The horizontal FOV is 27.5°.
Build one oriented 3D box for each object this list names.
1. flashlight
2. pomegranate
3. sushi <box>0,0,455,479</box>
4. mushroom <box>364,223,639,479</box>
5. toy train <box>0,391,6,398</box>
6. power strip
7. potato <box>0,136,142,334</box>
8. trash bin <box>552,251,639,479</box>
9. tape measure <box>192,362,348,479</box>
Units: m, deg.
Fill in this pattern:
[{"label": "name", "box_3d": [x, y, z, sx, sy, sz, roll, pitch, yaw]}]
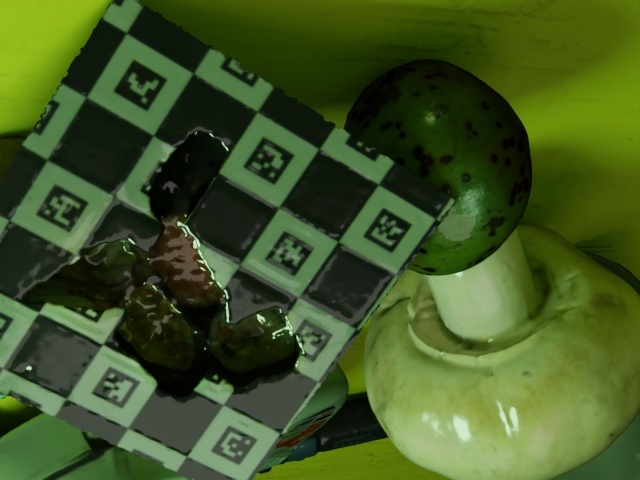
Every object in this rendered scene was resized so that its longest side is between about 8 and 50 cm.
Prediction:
[{"label": "flashlight", "box_3d": [-0.003, 0.299, 2.092, 0.424, 0.103, 0.103, -10, 155, -19]}, {"label": "pomegranate", "box_3d": [0.081, -0.057, 1.221, 0.248, 0.202, 0.202, -25, 158, -12]}, {"label": "sushi", "box_3d": [-0.122, 0.013, 1.147, 0.343, 0.064, 0.359, 30, 105, -20]}, {"label": "mushroom", "box_3d": [0.227, 0.106, 1.545, 0.325, 0.353, 0.353, 14, 152, -1]}, {"label": "toy train", "box_3d": [-0.425, 0.167, 1.576, 0.122, 0.050, 0.081, -13, 151, -6]}, {"label": "power strip", "box_3d": [-0.344, 0.359, 1.800, 0.358, 0.161, 0.357, -30, 159, -13]}, {"label": "potato", "box_3d": [-0.208, 0.021, 1.214, 0.190, 0.211, 0.264, -19, 152, 10]}, {"label": "trash bin", "box_3d": [0.377, 0.208, 1.917, 0.280, 0.280, 0.432, -19, 153, 6]}, {"label": "tape measure", "box_3d": [-0.082, 0.235, 1.818, 0.246, 0.125, 0.243, -45, 165, 23]}]
